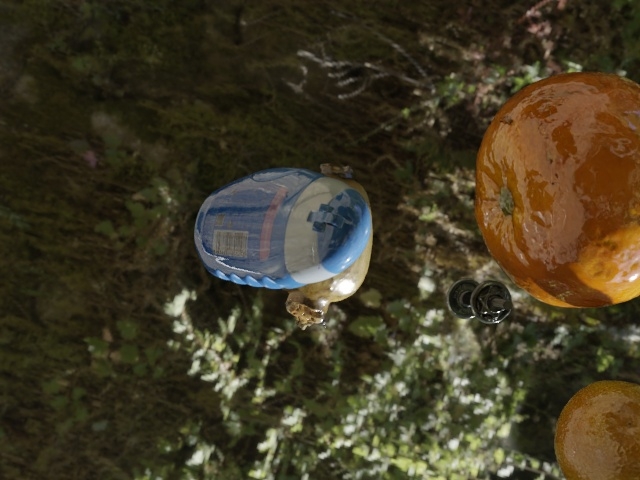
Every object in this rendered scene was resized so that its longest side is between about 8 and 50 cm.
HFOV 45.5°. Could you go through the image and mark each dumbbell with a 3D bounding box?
[{"bbox_3d":[0.292,0.111,1.420,0.254,0.081,0.082,176,-67,-79],"label":"dumbbell"}]

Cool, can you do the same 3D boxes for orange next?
[{"bbox_3d":[0.506,0.347,1.285,0.236,0.236,0.237,-161,-90,-85],"label":"orange"},{"bbox_3d":[0.311,-0.059,0.914,0.284,0.225,0.284,171,-90,-80],"label":"orange"}]

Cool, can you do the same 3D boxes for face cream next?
[{"bbox_3d":[-0.044,-0.016,0.887,0.263,0.083,0.149,4,-108,50],"label":"face cream"}]

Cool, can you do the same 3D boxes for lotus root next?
[{"bbox_3d":[0.000,0.000,1.159,0.140,0.154,0.257,108,-7,-70],"label":"lotus root"}]
